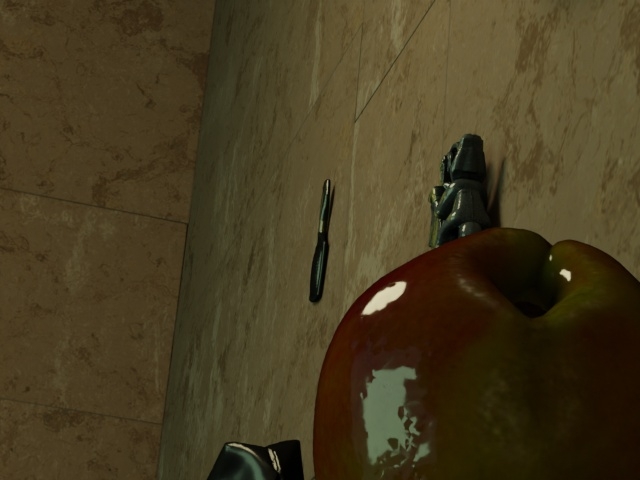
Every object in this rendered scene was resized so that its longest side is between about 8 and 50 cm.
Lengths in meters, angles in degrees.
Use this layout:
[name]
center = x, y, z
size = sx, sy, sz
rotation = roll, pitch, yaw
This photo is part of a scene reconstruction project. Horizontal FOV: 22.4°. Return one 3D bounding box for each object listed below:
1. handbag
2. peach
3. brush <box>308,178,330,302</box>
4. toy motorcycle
[handbag]
center = -0.083, 0.457, 2.223
size = 0.342, 0.152, 0.288
rotation = 112, 152, -54
[peach]
center = 0.137, 0.163, 1.190
size = 0.308, 0.308, 0.332
rotation = -114, 20, -69
[brush]
center = 0.000, 0.000, 2.507
size = 0.063, 0.016, 0.193
rotation = 151, 128, -73
[toy motorcycle]
center = 0.151, -0.019, 1.758
size = 0.124, 0.061, 0.193
rotation = 169, 109, -78
